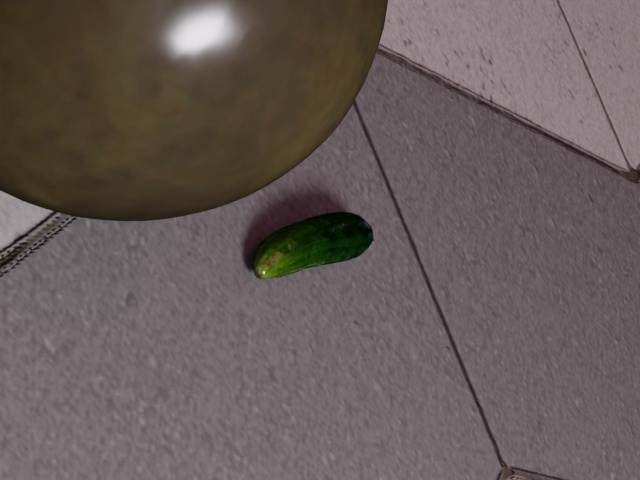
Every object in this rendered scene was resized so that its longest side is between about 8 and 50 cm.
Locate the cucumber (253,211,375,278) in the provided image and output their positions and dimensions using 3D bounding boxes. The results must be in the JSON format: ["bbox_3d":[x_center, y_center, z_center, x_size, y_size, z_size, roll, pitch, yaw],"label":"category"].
[{"bbox_3d":[0.000,0.000,1.296,0.168,0.039,0.039,-15,80,-57],"label":"cucumber"}]

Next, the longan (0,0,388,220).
[{"bbox_3d":[-0.106,-0.159,1.034,0.319,0.319,0.319,35,41,-38],"label":"longan"}]
